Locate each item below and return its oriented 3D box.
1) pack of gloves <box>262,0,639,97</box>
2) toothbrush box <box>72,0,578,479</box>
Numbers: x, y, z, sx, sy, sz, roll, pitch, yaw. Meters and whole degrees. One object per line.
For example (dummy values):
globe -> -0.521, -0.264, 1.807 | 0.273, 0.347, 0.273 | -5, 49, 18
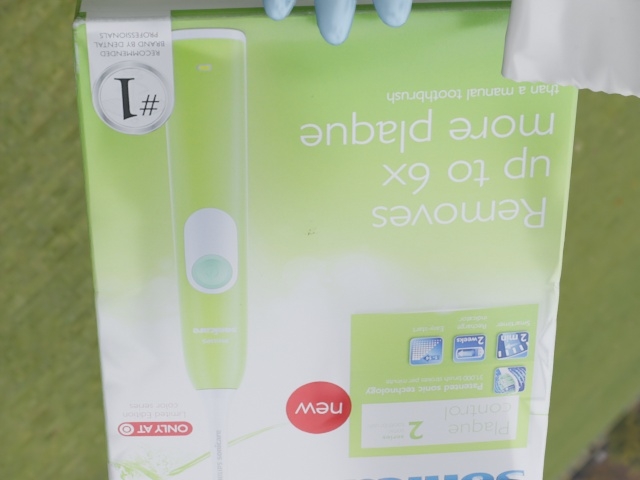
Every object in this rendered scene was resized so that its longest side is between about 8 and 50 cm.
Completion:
pack of gloves -> 0.048, -0.156, 0.537 | 0.046, 0.195, 0.232 | -48, 145, -54
toothbrush box -> 0.000, 0.000, 0.760 | 0.122, 0.206, 0.283 | -97, -173, -57
